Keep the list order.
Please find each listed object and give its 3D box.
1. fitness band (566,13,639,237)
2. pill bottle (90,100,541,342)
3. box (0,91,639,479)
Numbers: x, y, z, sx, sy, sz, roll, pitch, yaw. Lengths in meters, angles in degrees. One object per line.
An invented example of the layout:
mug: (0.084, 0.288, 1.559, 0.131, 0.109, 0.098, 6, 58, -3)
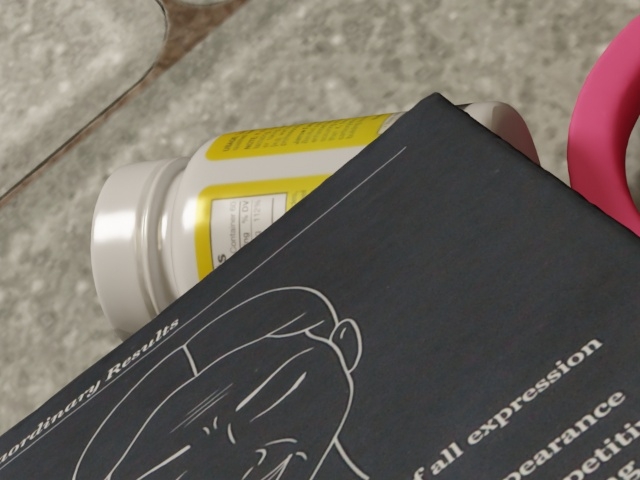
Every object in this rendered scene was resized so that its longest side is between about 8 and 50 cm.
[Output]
fitness band: (0.243, -0.018, 0.771, 0.209, 0.054, 0.291, -42, 54, -2)
pill bottle: (0.000, 0.000, 0.836, 0.208, 0.119, 0.119, -5, 60, 23)
box: (0.035, 0.151, 0.569, 0.293, 0.212, 0.395, -39, 21, 1)
